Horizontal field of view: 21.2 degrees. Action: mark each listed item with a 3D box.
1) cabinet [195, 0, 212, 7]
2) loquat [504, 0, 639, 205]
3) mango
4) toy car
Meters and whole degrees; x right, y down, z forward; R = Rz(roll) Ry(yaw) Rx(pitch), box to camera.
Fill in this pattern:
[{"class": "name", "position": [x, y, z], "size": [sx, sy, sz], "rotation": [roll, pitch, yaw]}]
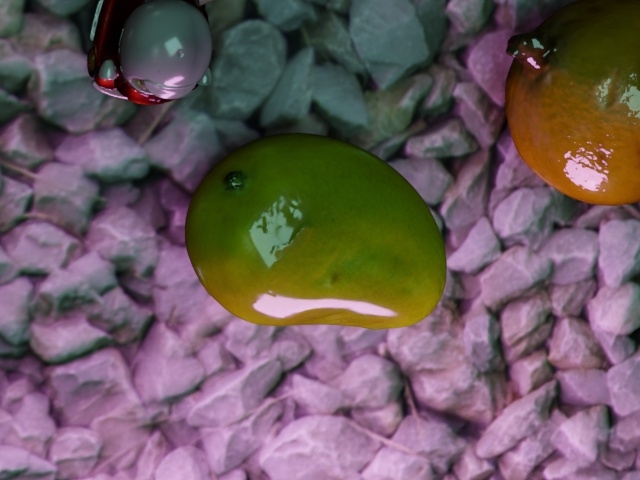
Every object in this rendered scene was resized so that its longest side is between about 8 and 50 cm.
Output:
[{"class": "cabinet", "position": [-0.041, -0.327, 1.485], "size": [0.206, 0.145, 0.150], "rotation": [-23, 74, -14]}, {"class": "loquat", "position": [0.274, -0.147, 1.670], "size": [0.246, 0.213, 0.213], "rotation": [26, 95, -33]}, {"class": "mango", "position": [-0.001, -0.009, 1.633], "size": [0.273, 0.149, 0.185], "rotation": [3, 99, -29]}, {"class": "toy car", "position": [-0.142, -0.184, 1.536], "size": [0.112, 0.112, 0.139], "rotation": [1, 107, -23]}]
